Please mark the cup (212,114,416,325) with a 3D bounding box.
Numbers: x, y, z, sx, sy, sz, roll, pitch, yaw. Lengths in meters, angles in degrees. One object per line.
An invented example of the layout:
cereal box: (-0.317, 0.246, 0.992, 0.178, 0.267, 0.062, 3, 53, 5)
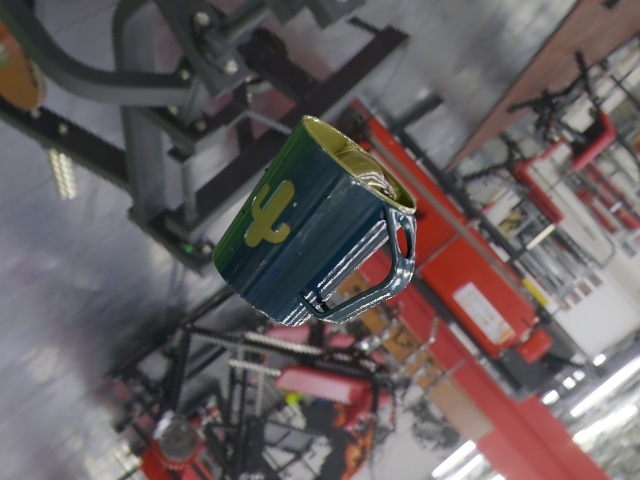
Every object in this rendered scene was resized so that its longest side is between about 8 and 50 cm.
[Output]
cup: (0.000, 0.000, 0.938, 0.155, 0.176, 0.131, -49, 146, 16)
